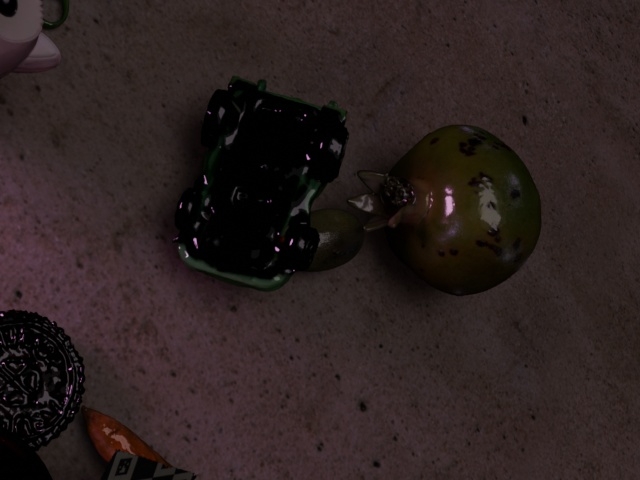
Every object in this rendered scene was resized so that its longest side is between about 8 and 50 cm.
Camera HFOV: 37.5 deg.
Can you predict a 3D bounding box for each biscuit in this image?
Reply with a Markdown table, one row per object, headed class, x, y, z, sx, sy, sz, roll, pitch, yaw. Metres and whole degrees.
| class | x | y | z | sx | sy | sz | roll | pitch | yaw |
| --- | --- | --- | --- | --- | --- | --- | --- | --- | --- |
| biscuit | -0.392 | 0.179 | 1.206 | 0.194 | 0.053 | 0.194 | 10 | 72 | -35 |

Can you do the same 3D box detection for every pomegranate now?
| class | x | y | z | sx | sy | sz | roll | pitch | yaw |
| --- | --- | --- | --- | --- | --- | --- | --- | --- | --- |
| pomegranate | 0.218 | -0.070 | 1.585 | 0.323 | 0.291 | 0.290 | 37 | 58 | -43 |

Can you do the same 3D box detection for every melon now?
| class | x | y | z | sx | sy | sz | roll | pitch | yaw |
| --- | --- | --- | --- | --- | --- | --- | --- | --- | --- |
| melon | 0.000 | 0.000 | 1.522 | 0.162 | 0.099 | 0.099 | -15 | 88 | -39 |

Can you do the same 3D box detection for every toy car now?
| class | x | y | z | sx | sy | sz | roll | pitch | yaw |
| --- | --- | --- | --- | --- | --- | --- | --- | --- | --- |
| toy car | -0.083 | -0.098 | 1.434 | 0.213 | 0.176 | 0.358 | 16 | 75 | 0 |

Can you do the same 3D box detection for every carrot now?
| class | x | y | z | sx | sy | sz | roll | pitch | yaw |
| --- | --- | --- | --- | --- | --- | --- | --- | --- | --- |
| carrot | -0.252 | 0.296 | 1.273 | 0.205 | 0.072 | 0.072 | 51 | 54 | -16 |

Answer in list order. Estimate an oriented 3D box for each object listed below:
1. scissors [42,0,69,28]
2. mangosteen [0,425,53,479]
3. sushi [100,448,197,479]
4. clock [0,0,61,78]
| class | x | y | z | sx | sy | sz | roll | pitch | yaw |
| --- | --- | --- | --- | --- | --- | --- | --- | --- | --- |
| scissors | -0.386 | -0.405 | 1.373 | 0.101 | 0.027 | 0.204 | 33 | 62 | -28 |
| mangosteen | -0.423 | 0.342 | 0.987 | 0.330 | 0.330 | 0.330 | 10 | 73 | -35 |
| sushi | -0.250 | 0.407 | 1.156 | 0.279 | 0.043 | 0.192 | -62 | 149 | -9 |
| clock | -0.506 | -0.341 | 1.121 | 0.368 | 0.250 | 0.376 | -27 | 92 | -44 |
